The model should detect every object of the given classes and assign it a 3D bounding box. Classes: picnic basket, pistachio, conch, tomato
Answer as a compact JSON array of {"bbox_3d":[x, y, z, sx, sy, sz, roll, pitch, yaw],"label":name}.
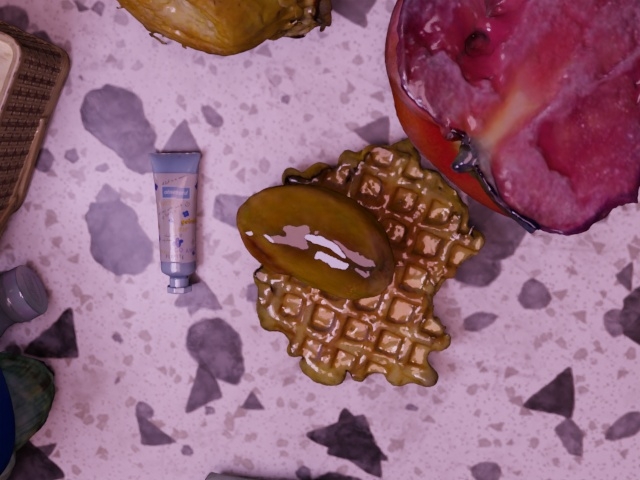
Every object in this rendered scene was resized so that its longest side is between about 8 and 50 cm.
[{"bbox_3d":[-0.460,-0.122,1.172,0.228,0.175,0.313,23,98,1],"label":"picnic basket"},{"bbox_3d":[0.000,-0.004,1.131,0.189,0.100,0.110,21,82,11],"label":"pistachio"},{"bbox_3d":[-0.423,0.239,1.256,0.122,0.176,0.188,53,128,31],"label":"conch"},{"bbox_3d":[0.222,-0.171,1.100,0.289,0.176,0.335,-45,94,-9],"label":"tomato"}]

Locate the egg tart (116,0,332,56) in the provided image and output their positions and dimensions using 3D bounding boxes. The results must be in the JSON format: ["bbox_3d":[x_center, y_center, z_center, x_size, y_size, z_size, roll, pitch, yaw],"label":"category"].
[{"bbox_3d":[-0.130,-0.277,1.054,0.294,0.295,0.116,27,75,0],"label":"egg tart"}]

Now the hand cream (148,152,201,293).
[{"bbox_3d":[-0.174,-0.021,1.228,0.065,0.043,0.171,0,96,4],"label":"hand cream"}]

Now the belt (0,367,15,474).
[{"bbox_3d":[-0.469,0.154,1.085,0.212,0.117,0.347,-21,106,17],"label":"belt"}]

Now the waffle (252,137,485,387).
[{"bbox_3d":[0.056,0.032,1.209,0.281,0.058,0.301,-3,102,8],"label":"waffle"}]

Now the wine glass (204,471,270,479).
[{"bbox_3d":[-0.034,0.349,1.255,0.231,0.103,0.103,6,102,6],"label":"wine glass"}]

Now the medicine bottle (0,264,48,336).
[{"bbox_3d":[-0.448,0.105,1.253,0.216,0.090,0.090,-26,98,9],"label":"medicine bottle"}]
